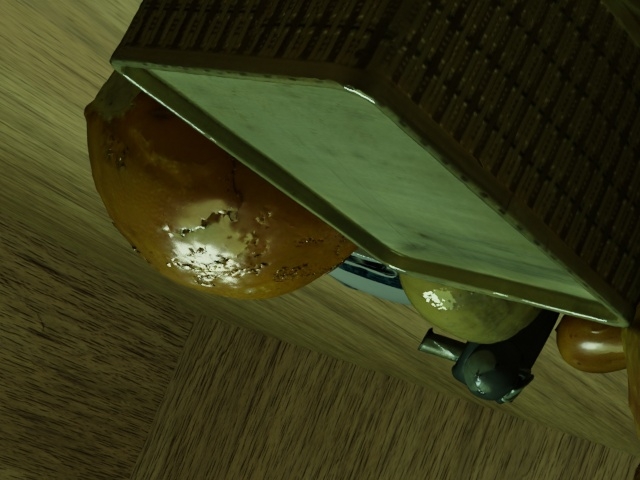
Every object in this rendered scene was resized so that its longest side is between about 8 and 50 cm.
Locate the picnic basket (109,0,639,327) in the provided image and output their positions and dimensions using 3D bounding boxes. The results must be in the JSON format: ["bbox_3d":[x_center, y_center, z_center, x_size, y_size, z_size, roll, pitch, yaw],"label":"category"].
[{"bbox_3d":[0.071,-0.098,0.792,0.228,0.175,0.313,13,163,46],"label":"picnic basket"}]

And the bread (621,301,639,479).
[{"bbox_3d":[0.330,0.069,0.814,0.312,0.172,0.312,-21,180,0],"label":"bread"}]

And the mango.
[{"bbox_3d":[0.357,0.110,1.581,0.159,0.084,0.105,-11,154,31],"label":"mango"}]

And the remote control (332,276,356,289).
[{"bbox_3d":[0.000,0.000,1.666,0.066,0.090,0.266,-27,151,23],"label":"remote control"}]

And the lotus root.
[{"bbox_3d":[0.164,0.031,1.361,0.131,0.146,0.303,20,173,28],"label":"lotus root"}]

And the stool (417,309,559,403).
[{"bbox_3d":[0.215,0.113,1.657,0.139,0.153,0.228,30,-179,6],"label":"stool"}]

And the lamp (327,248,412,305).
[{"bbox_3d":[0.070,-0.004,1.492,0.179,0.108,0.246,15,169,12],"label":"lamp"}]

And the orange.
[{"bbox_3d":[-0.056,-0.075,0.998,0.240,0.240,0.240,21,170,4],"label":"orange"}]
